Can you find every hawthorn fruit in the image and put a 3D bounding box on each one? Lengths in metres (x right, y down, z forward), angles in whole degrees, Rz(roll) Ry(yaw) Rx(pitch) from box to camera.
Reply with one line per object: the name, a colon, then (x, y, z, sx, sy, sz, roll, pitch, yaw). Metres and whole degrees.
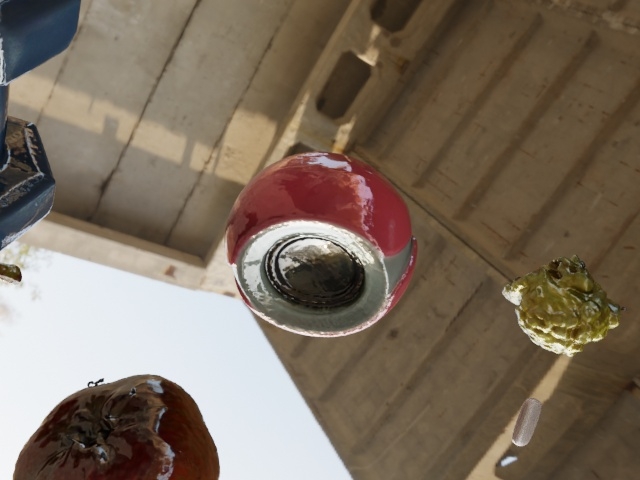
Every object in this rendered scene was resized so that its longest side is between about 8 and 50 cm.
hawthorn fruit: (-0.280, 0.381, 0.977, 0.285, 0.285, 0.368, 40, -42, 53)

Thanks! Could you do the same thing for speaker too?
speaker: (0.000, 0.000, 1.016, 0.294, 0.294, 0.294, -28, -128, 43)

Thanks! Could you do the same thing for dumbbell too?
dumbbell: (-0.308, -0.129, 0.595, 0.160, 0.144, 0.325, 62, -37, 20)

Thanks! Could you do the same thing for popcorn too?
popcorn: (0.476, 0.125, 1.317, 0.169, 0.218, 0.189, -42, -111, 34)

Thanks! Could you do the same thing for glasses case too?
glasses case: (0.340, 0.299, 1.103, 0.021, 0.032, 0.083, -145, -111, -67)

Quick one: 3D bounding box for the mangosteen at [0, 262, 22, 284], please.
mangosteen: (-0.626, 0.033, 1.088, 0.235, 0.262, 0.235, -169, -90, -72)
